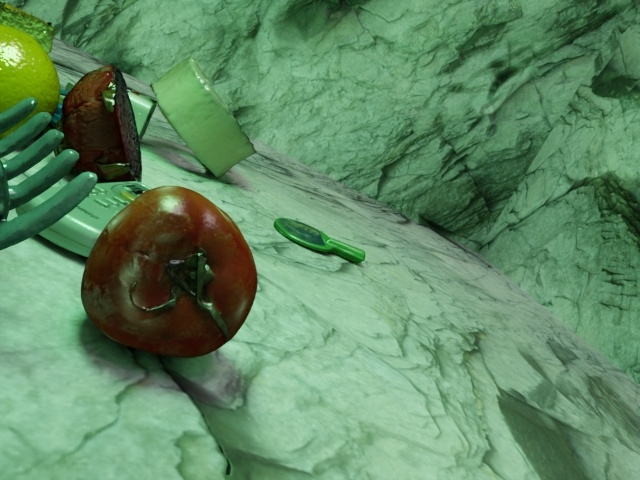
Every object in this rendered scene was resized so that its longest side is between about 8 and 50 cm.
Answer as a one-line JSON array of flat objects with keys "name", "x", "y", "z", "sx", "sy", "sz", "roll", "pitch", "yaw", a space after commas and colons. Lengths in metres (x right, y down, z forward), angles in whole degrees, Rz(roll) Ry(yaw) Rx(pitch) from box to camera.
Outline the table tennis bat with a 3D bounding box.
[{"name": "table tennis bat", "x": 0.000, "y": 0.000, "z": 1.318, "sx": 0.256, "sy": 0.039, "sz": 0.160, "roll": 22, "pitch": 16, "yaw": -14}]

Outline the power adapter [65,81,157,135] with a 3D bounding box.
[{"name": "power adapter", "x": -0.546, "y": -0.349, "z": 1.327, "sx": 0.204, "sy": 0.125, "sz": 0.130, "roll": 25, "pitch": 14, "yaw": -18}]

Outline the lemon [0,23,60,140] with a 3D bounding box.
[{"name": "lemon", "x": -0.556, "y": -0.275, "z": 0.897, "sx": 0.186, "sy": 0.186, "sz": 0.244, "roll": 15, "pitch": 50, "yaw": -46}]

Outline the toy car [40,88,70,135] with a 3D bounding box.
[{"name": "toy car", "x": -0.525, "y": -0.251, "z": 1.042, "sx": 0.191, "sy": 0.100, "sz": 0.097, "roll": 29, "pitch": 15, "yaw": 24}]

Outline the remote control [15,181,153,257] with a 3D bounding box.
[{"name": "remote control", "x": -0.308, "y": -0.041, "z": 0.773, "sx": 0.140, "sy": 0.056, "sz": 0.296, "roll": 28, "pitch": 12, "yaw": 6}]

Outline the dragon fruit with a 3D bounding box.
[{"name": "dragon fruit", "x": -0.411, "y": -0.194, "z": 0.917, "sx": 0.147, "sy": 0.219, "sz": 0.224, "roll": -7, "pitch": 34, "yaw": -11}]

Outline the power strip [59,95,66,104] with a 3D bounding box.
[{"name": "power strip", "x": -0.727, "y": -0.393, "z": 1.341, "sx": 0.168, "sy": 0.028, "sz": 0.076, "roll": 22, "pitch": 13, "yaw": -18}]

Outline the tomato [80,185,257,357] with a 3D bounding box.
[{"name": "tomato", "x": -0.154, "y": 0.034, "z": 0.555, "sx": 0.186, "sy": 0.187, "sz": 0.151, "roll": 23, "pitch": -8, "yaw": -21}]

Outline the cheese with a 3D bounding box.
[{"name": "cheese", "x": -0.331, "y": -0.346, "z": 1.429, "sx": 0.292, "sy": 0.153, "sz": 0.332, "roll": 56, "pitch": -2, "yaw": 31}]

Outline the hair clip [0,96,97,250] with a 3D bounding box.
[{"name": "hair clip", "x": -0.379, "y": -0.118, "z": 0.445, "sx": 0.318, "sy": 0.392, "sz": 0.238, "roll": 37, "pitch": -11, "yaw": 40}]

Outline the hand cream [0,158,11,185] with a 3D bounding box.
[{"name": "hand cream", "x": -0.500, "y": -0.132, "z": 0.749, "sx": 0.078, "sy": 0.050, "sz": 0.205, "roll": 17, "pitch": 21, "yaw": -40}]

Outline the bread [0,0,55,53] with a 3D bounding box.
[{"name": "bread", "x": -0.772, "y": -0.459, "z": 1.121, "sx": 0.178, "sy": 0.195, "sz": 0.340, "roll": 31, "pitch": 14, "yaw": 10}]
